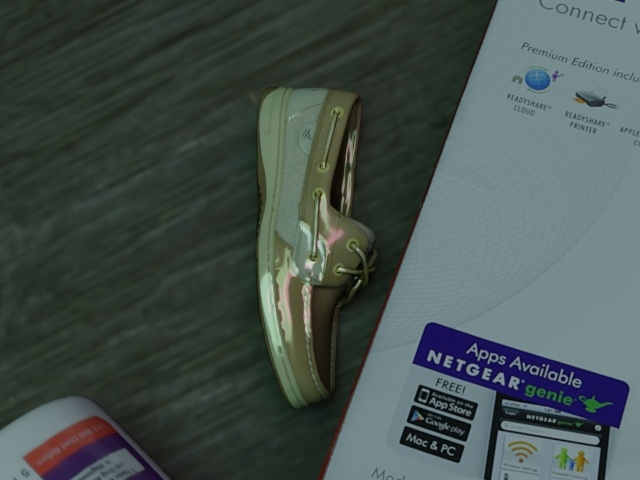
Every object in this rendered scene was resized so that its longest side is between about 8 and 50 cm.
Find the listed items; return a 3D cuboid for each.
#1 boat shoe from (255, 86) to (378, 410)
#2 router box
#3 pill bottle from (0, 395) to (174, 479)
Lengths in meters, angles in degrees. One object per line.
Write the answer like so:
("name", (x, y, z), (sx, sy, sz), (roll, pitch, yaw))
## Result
("boat shoe", (0.000, 0.000, 0.646), (0.045, 0.050, 0.135), (-6, 78, 12))
("router box", (0.185, 0.061, 0.547), (0.335, 0.082, 0.301), (16, 62, 10))
("pill bottle", (-0.061, 0.159, 0.590), (0.193, 0.108, 0.108), (43, 86, 14))
